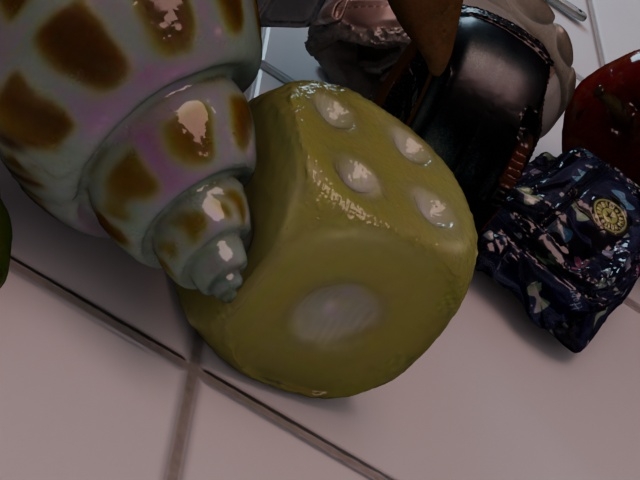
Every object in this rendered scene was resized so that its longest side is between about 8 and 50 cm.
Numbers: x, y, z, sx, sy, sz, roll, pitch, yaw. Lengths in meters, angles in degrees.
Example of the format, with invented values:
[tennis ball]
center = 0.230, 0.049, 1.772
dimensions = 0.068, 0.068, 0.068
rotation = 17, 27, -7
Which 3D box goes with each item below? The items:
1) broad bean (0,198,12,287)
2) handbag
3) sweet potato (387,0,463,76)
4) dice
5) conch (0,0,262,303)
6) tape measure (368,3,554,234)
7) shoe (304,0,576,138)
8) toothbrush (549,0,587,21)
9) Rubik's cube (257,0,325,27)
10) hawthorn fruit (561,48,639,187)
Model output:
[broad bean]
center = -0.232, -0.022, 1.125
dimensions = 0.061, 0.046, 0.195
rotation = 28, 31, -27
[handbag]
center = 0.235, -0.003, 1.614
dimensions = 0.162, 0.113, 0.260
rotation = 39, 34, 13
[sweet potato]
center = 0.067, -0.312, 1.348
dimensions = 0.095, 0.106, 0.355
rotation = -11, 83, -9
[dice]
center = 0.000, 0.000, 1.248
dimensions = 0.166, 0.169, 0.169
rotation = 23, 32, -30
[conch]
center = -0.141, -0.121, 1.200
dimensions = 0.197, 0.249, 0.368
rotation = 3, 66, -7
[tape measure]
center = 0.113, -0.090, 1.475
dimensions = 0.135, 0.223, 0.202
rotation = 26, 27, -10
[shoe]
center = 0.103, -0.180, 1.680
dimensions = 0.351, 0.172, 0.198
rotation = 44, 58, -35
[toothbrush]
center = 0.240, -0.383, 2.279
dimensions = 0.304, 0.030, 0.030
rotation = 33, 28, -14
[Rubik's cube]
center = -0.089, -0.318, 1.468
dimensions = 0.319, 0.319, 0.264
rotation = 52, -3, 22
[hawthorn fruit]
center = 0.347, -0.112, 1.771
dimensions = 0.230, 0.210, 0.266
rotation = 5, -20, 43
